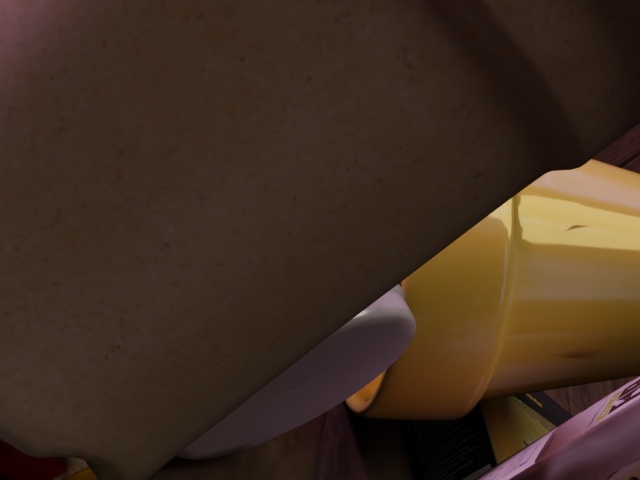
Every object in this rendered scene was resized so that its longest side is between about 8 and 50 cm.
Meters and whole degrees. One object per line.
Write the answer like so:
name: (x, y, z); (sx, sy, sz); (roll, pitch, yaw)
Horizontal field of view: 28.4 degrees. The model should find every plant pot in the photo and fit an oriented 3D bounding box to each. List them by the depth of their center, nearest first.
plant pot: (-0.057, -0.071, 0.575); (0.334, 0.305, 0.334); (45, 3, -3)
plant pot: (0.149, 0.021, 1.012); (0.239, 0.254, 0.254); (5, 37, -12)

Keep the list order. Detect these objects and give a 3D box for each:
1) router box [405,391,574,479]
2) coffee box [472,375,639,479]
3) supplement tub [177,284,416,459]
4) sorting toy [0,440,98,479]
router box: (0.205, 0.244, 1.133); (0.309, 0.081, 0.243); (39, 24, -33)
coffee box: (0.191, 0.209, 0.853); (0.168, 0.297, 0.119); (56, 24, 7)
supplement tub: (-0.076, -0.020, 0.807); (0.191, 0.191, 0.272); (12, 45, -60)
sorting toy: (-0.116, 0.142, 0.570); (0.196, 0.047, 0.348); (61, 6, -54)
